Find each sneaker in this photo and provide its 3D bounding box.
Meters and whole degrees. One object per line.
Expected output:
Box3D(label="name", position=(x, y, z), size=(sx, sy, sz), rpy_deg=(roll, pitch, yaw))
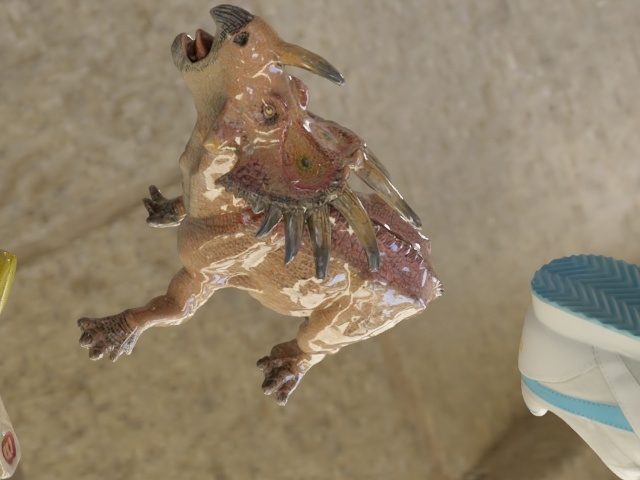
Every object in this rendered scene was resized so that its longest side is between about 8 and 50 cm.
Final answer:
Box3D(label="sneaker", position=(0.207, 0.092, 1.009), size=(0.087, 0.229, 0.092), rpy_deg=(-29, 137, -42))

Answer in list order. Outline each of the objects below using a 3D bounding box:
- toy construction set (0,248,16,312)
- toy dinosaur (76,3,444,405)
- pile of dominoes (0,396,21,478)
Box3D(label="toy construction set", position=(-0.274, 0.032, 0.795), size=(0.309, 0.257, 0.237), rpy_deg=(-12, 131, -62))
Box3D(label="toy dinosaur", position=(0.000, 0.000, 1.070), size=(0.296, 0.200, 0.127), rpy_deg=(24, 53, -46))
Box3D(label="pile of dominoes", position=(-0.214, 0.151, 0.976), size=(0.251, 0.040, 0.196), rpy_deg=(-76, 153, -60))
